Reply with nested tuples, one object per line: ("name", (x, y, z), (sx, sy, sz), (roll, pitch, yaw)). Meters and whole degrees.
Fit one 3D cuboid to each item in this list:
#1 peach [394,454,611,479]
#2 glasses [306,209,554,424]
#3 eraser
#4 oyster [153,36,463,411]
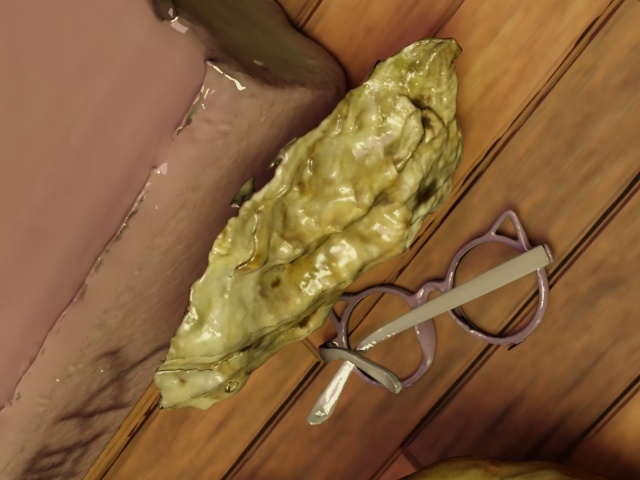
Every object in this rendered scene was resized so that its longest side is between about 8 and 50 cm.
("peach", (0.074, 0.217, 0.600), (0.214, 0.214, 0.235), (8, 115, 31))
("glasses", (0.032, 0.041, 0.652), (0.140, 0.104, 0.062), (-26, 83, 35))
("eraser", (-0.184, -0.031, 0.771), (0.272, 0.122, 0.359), (46, 115, 21))
("oyster", (-0.002, 0.005, 0.665), (0.072, 0.133, 0.209), (35, 80, 14))
